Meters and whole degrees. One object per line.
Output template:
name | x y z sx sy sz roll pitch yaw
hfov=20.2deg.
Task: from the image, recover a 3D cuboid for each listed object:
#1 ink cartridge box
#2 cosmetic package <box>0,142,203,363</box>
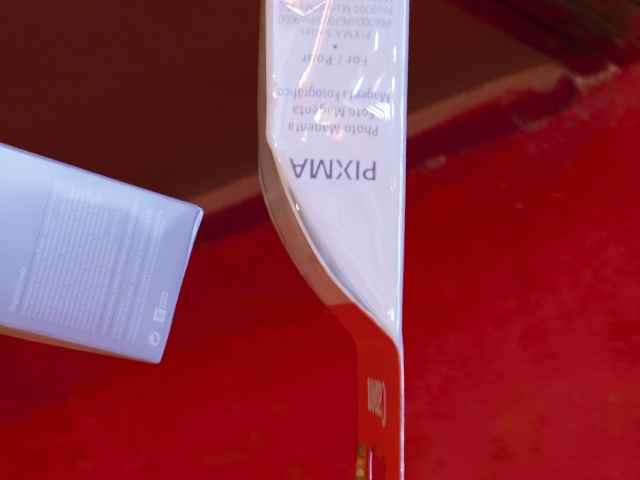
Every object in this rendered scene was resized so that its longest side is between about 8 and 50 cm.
ink cartridge box | 0.000 0.000 0.690 0.066 0.189 0.232 5 87 -3
cosmetic package | -0.201 -0.007 0.984 0.127 0.238 0.107 8 79 48
